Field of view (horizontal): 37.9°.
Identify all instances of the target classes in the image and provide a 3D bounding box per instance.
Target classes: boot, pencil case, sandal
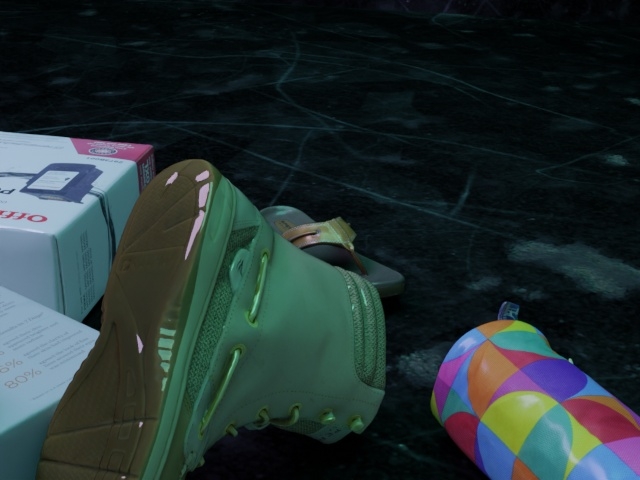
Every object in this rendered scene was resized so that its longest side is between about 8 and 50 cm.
[{"bbox_3d":[-0.054,0.109,0.575,0.095,0.262,0.203,-5,-27,39],"label":"boot"},{"bbox_3d":[0.162,0.134,0.572,0.104,0.104,0.236,-7,27,-21],"label":"pencil case"},{"bbox_3d":[0.000,0.000,0.897,0.090,0.060,0.219,-9,26,-25],"label":"sandal"}]

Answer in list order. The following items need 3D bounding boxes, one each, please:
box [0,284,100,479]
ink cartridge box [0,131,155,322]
[{"bbox_3d":[-0.218,0.105,0.595,0.170,0.091,0.130,19,29,31],"label":"box"},{"bbox_3d":[-0.268,-0.015,0.849,0.172,0.100,0.237,6,24,7],"label":"ink cartridge box"}]
